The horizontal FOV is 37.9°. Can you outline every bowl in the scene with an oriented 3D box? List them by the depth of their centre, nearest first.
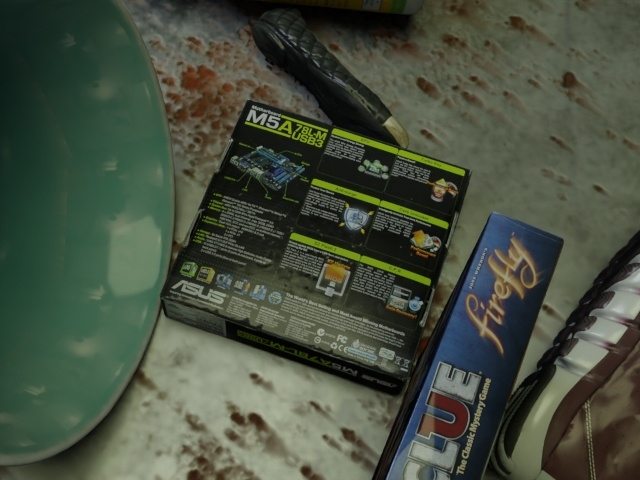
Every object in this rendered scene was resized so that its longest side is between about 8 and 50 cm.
[{"bbox_3d":[-0.234,-0.025,0.588,0.163,0.311,0.311,3,64,18],"label":"bowl"}]

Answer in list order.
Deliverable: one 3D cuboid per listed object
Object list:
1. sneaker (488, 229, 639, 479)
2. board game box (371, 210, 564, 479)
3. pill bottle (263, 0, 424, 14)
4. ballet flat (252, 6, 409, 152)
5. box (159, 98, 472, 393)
[{"bbox_3d":[0.257,0.093,0.665,0.162,0.106,0.281,39,79,8],"label":"sneaker"},{"bbox_3d":[0.068,0.109,0.554,0.042,0.243,0.165,22,65,7],"label":"board game box"},{"bbox_3d":[-0.030,-0.268,0.779,0.246,0.136,0.136,5,65,-2],"label":"pill bottle"},{"bbox_3d":[0.013,-0.135,0.765,0.049,0.057,0.173,-37,74,-24],"label":"ballet flat"},{"bbox_3d":[0.000,0.000,0.710,0.191,0.045,0.184,18,63,5],"label":"box"}]
